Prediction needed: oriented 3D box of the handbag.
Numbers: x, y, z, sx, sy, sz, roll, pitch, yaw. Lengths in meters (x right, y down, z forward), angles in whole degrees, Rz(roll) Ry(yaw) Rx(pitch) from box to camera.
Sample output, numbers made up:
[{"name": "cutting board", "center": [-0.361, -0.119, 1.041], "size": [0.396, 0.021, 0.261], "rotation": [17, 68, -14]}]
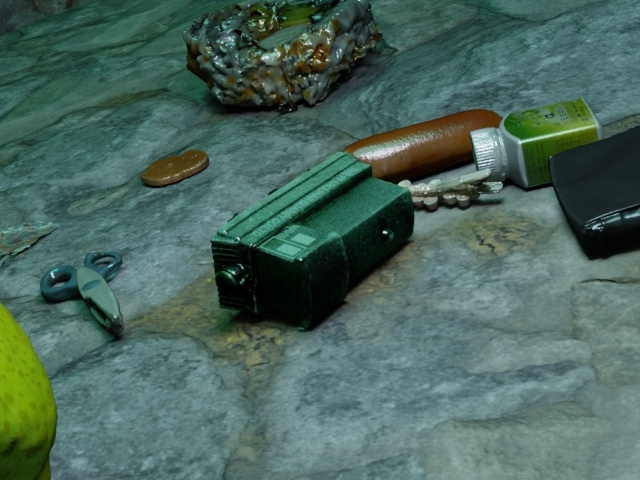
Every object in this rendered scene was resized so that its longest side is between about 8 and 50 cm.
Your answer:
[{"name": "handbag", "center": [0.441, -0.075, 1.629], "size": [0.223, 0.080, 0.247], "rotation": [-19, 28, 8]}]

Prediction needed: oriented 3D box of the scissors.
[{"name": "scissors", "center": [-0.340, 0.079, 1.777], "size": [0.138, 0.041, 0.289], "rotation": [-25, 24, -16]}]

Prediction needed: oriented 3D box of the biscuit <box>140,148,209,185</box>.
[{"name": "biscuit", "center": [-0.269, -0.133, 2.183], "size": [0.130, 0.019, 0.102], "rotation": [-23, 27, -16]}]

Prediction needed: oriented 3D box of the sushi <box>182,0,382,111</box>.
[{"name": "sushi", "center": [-0.069, -0.412, 2.451], "size": [0.418, 0.175, 0.417], "rotation": [-12, 26, 6]}]

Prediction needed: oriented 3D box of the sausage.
[{"name": "sausage", "center": [0.170, -0.152, 1.914], "size": [0.300, 0.083, 0.089], "rotation": [-18, 14, -9]}]

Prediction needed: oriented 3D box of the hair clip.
[{"name": "hair clip", "center": [0.176, -0.073, 1.798], "size": [0.214, 0.056, 0.062], "rotation": [-9, 42, 31]}]

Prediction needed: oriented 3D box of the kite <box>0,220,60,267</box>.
[{"name": "kite", "center": [-0.552, 0.020, 2.043], "size": [0.127, 0.016, 0.229], "rotation": [-7, 24, 24]}]

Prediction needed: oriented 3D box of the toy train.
[{"name": "toy train", "center": [0.000, 0.000, 1.662], "size": [0.178, 0.138, 0.330], "rotation": [19, 39, 35]}]

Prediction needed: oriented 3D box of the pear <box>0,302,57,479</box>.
[{"name": "pear", "center": [-0.457, 0.200, 1.244], "size": [0.391, 0.391, 0.391], "rotation": [-12, 26, 6]}]

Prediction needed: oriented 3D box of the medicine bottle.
[{"name": "medicine bottle", "center": [0.329, -0.144, 1.805], "size": [0.188, 0.088, 0.132], "rotation": [-12, 26, 5]}]
